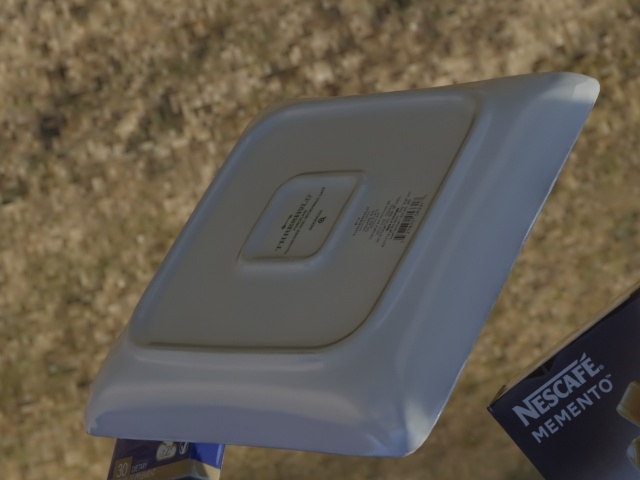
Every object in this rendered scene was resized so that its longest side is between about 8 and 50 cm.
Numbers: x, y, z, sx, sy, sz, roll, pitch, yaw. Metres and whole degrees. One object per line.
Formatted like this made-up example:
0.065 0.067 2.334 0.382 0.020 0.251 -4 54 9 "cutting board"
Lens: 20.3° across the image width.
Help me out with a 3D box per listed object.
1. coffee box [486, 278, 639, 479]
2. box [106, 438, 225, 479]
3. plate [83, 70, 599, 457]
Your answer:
0.263 0.090 1.286 0.246 0.141 0.098 -39 177 20 "coffee box"
-0.111 0.104 1.493 0.036 0.225 0.136 27 151 -28 "box"
0.000 0.000 1.065 0.278 0.277 0.045 -1 138 43 "plate"
